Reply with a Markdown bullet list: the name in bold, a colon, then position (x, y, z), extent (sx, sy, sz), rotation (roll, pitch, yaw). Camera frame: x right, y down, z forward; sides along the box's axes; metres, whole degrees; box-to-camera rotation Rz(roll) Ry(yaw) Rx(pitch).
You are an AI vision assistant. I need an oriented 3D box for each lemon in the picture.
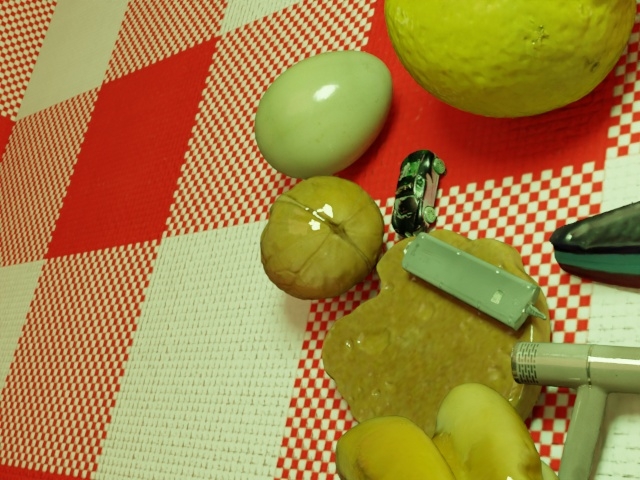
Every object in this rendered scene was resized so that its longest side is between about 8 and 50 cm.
- **lemon**: position (0.247, -0.315, 1.191), extent (0.336, 0.336, 0.335), rotation (-26, 51, 36)

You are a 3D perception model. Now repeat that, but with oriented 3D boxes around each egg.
- **egg**: position (0.007, -0.209, 1.474), extent (0.254, 0.188, 0.188), rotation (-33, 46, 17)

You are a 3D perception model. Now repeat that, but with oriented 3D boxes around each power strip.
- **power strip**: position (0.198, 0.053, 1.151), extent (0.253, 0.027, 0.060), rotation (30, 89, 49)

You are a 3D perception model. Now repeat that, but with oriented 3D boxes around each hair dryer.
- **hair dryer**: position (0.309, 0.225, 0.987), extent (0.195, 0.054, 0.220), rotation (-1, 81, 30)

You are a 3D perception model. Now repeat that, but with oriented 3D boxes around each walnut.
- **walnut**: position (0.000, 0.000, 1.353), extent (0.226, 0.193, 0.193), rotation (137, 148, -68)

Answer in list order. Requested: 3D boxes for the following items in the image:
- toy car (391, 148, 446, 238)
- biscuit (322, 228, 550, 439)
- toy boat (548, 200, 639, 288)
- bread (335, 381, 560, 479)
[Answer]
- **toy car**: position (0.142, -0.073, 1.352), extent (0.069, 0.055, 0.142), rotation (-13, 58, 47)
- **biscuit**: position (0.155, 0.136, 1.210), extent (0.351, 0.057, 0.312), rotation (15, 78, 48)
- **toy boat**: position (0.430, -0.013, 0.995), extent (0.392, 0.079, 0.136), rotation (-11, 59, 41)
- **bread**: position (0.171, 0.365, 0.924), extent (0.328, 0.245, 0.424), rotation (100, 149, -46)
